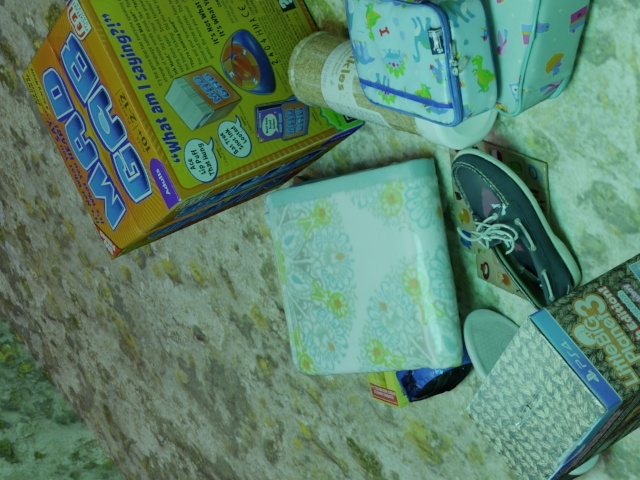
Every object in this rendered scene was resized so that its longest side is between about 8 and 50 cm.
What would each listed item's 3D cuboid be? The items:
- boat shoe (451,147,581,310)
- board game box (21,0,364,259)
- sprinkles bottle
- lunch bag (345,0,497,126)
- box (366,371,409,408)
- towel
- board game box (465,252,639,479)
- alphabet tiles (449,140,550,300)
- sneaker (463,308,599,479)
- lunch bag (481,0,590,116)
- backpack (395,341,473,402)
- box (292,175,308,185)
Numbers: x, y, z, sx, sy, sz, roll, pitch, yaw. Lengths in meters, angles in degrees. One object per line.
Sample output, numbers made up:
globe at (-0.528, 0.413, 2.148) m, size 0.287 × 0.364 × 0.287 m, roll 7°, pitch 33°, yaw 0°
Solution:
boat shoe at (0.256, -0.011, 1.879) m, size 0.254 × 0.079 × 0.095 m, roll 54°, pitch 149°, yaw -15°
board game box at (-0.219, -0.232, 2.248) m, size 0.356 × 0.356 × 0.356 m, roll 64°, pitch 150°, yaw 3°
sprinkles bottle at (0.098, -0.223, 1.990) m, size 0.355 × 0.121 × 0.121 m, roll 22°, pitch 130°, yaw 50°
lunch bag at (0.127, -0.241, 1.750) m, size 0.219 × 0.090 × 0.176 m, roll 28°, pitch 136°, yaw 51°
box at (0.106, 0.165, 2.330) m, size 0.087 × 0.058 × 0.232 m, roll 13°, pitch 122°, yaw 54°
towel at (0.066, 0.049, 2.174) m, size 0.374 × 0.090 × 0.320 m, roll -10°, pitch 92°, yaw 50°
board game box at (0.359, 0.147, 1.682) m, size 0.141 × 0.291 × 0.232 m, roll 52°, pitch 147°, yaw 21°
alphabet tiles at (0.262, -0.030, 1.988) m, size 0.198 × 0.009 × 0.237 m, roll 26°, pitch 133°, yaw 47°
sneaker at (0.294, 0.248, 2.053) m, size 0.296 × 0.104 × 0.147 m, roll 56°, pitch 156°, yaw 23°
lunch bag at (0.229, -0.319, 1.724) m, size 0.224 × 0.108 × 0.279 m, roll 44°, pitch 144°, yaw 36°
backpack at (0.179, 0.196, 2.200) m, size 0.101 × 0.098 × 0.120 m, roll 61°, pitch 151°, yaw 13°
box at (0.000, 0.000, 2.346) m, size 0.201 × 0.021 × 0.164 m, roll 36°, pitch 123°, yaw 51°
